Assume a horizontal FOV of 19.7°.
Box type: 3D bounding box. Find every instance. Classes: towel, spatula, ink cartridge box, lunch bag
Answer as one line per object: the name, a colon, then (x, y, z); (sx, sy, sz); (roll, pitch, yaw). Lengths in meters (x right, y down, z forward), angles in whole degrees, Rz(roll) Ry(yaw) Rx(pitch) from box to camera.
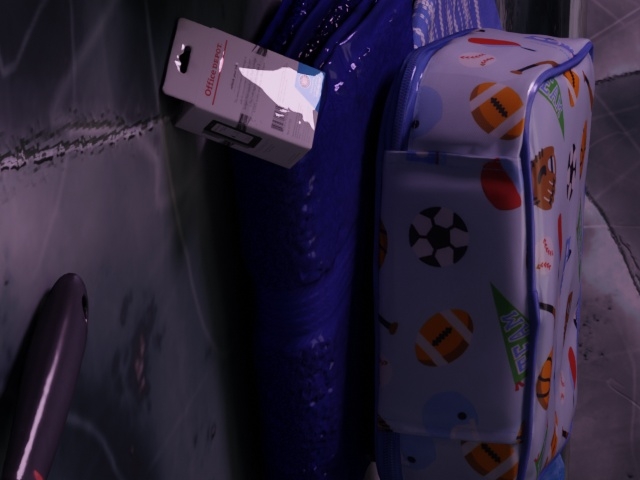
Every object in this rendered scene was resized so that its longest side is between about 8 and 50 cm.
towel: (0.000, 0.000, 1.140); (0.227, 0.076, 0.308); (-59, 151, -50)
towel: (0.121, -0.164, 1.674); (0.243, 0.040, 0.336); (79, 20, -46)
spatula: (-0.128, 0.116, 0.683); (0.296, 0.030, 0.084); (-72, 162, -48)
ink cartridge box: (-0.043, -0.075, 0.942); (0.028, 0.083, 0.048); (-38, -144, 56)
lunch bag: (0.109, 0.019, 1.184); (0.243, 0.115, 0.303); (-37, 132, -69)

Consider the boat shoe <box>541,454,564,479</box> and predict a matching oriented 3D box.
boat shoe: (0.092, 0.105, 1.435); (0.258, 0.109, 0.089); (65, -17, -13)
